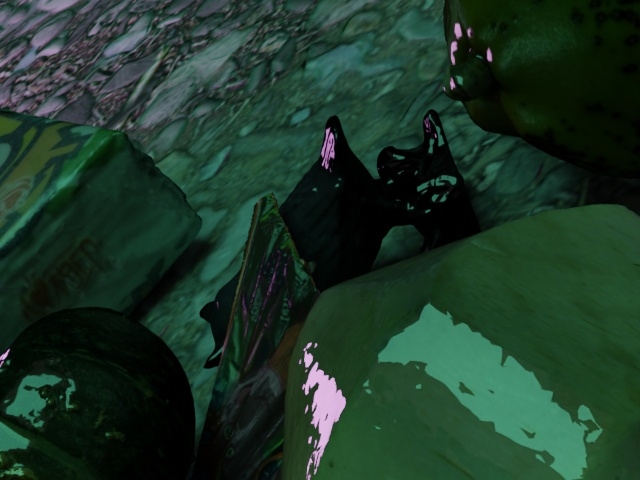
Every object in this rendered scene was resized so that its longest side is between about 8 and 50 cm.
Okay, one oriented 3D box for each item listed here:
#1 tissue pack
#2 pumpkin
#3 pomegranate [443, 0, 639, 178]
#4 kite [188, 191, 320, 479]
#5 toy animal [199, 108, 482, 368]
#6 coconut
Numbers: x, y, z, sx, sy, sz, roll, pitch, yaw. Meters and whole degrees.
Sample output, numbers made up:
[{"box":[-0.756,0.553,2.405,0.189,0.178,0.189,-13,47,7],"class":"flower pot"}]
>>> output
[{"box":[-0.256,0.013,1.499,0.228,0.128,0.311,-49,28,-16],"class":"tissue pack"},{"box":[-0.155,0.129,1.152,0.190,0.146,0.190,-163,90,-77],"class":"pumpkin"},{"box":[0.199,-0.140,1.137,0.222,0.276,0.204,43,122,44],"class":"pomegranate"},{"box":[-0.017,0.110,1.113,0.234,0.016,0.321,-50,40,19],"class":"kite"},{"box":[-0.004,0.000,1.217,0.210,0.117,0.121,-32,34,10],"class":"toy animal"},{"box":[0.086,0.104,0.818,0.259,0.259,0.259,-30,28,18],"class":"coconut"}]
